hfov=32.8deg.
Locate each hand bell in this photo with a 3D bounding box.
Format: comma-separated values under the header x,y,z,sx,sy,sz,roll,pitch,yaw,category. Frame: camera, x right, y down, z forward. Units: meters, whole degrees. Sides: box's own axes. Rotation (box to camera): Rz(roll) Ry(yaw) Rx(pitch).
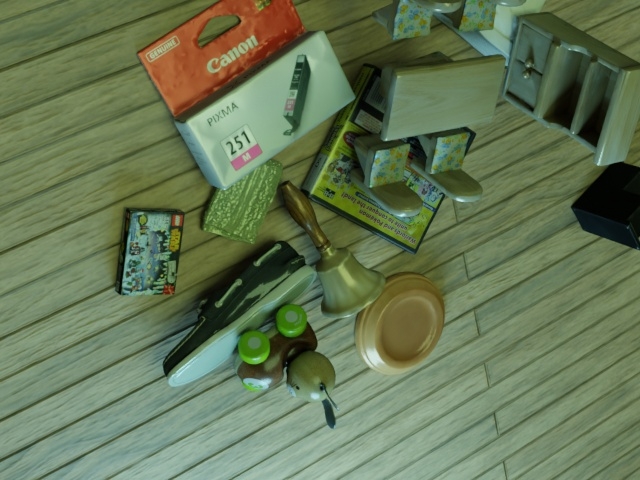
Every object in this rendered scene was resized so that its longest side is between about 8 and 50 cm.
x,y,z,sx,sy,sz,roll,pitch,yaw,category
0.000,0.000,1.832,0.126,0.126,0.242,-38,113,-17,hand bell

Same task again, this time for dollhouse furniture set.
x,y,z,sx,sy,sz,roll,pitch,yaw,category
0.287,-0.228,1.745,0.394,0.256,0.362,-13,128,-30,dollhouse furniture set

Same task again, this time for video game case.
x,y,z,sx,sy,sz,roll,pitch,yaw,category
0.123,-0.137,1.901,0.274,0.035,0.248,27,90,-37,video game case

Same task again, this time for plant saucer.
x,y,z,sx,sy,sz,roll,pitch,yaw,category
0.155,0.159,2.016,0.199,0.037,0.200,-10,110,-29,plant saucer

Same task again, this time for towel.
x,y,z,sx,sy,sz,roll,pitch,yaw,category
-0.128,-0.072,1.766,0.110,0.027,0.148,19,96,-35,towel

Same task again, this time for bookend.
x,y,z,sx,sy,sz,roll,pitch,yaw,category
0.612,-0.077,2.159,0.157,0.156,0.072,-45,123,-13,bookend

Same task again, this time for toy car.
x,y,z,sx,sy,sz,roll,pitch,yaw,category
-0.036,0.228,1.791,0.149,0.188,0.155,-35,159,-19,toy car

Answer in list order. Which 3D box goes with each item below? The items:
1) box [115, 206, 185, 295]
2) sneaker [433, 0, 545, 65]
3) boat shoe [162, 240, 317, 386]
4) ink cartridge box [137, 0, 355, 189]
x,y,z,sx,sy,sz,roll,pitch,yaw,category
-0.267,0.018,1.705,0.093,0.027,0.137,0,105,-34,box
0.281,-0.439,1.868,0.292,0.108,0.169,29,87,-45,sneaker
-0.146,0.118,1.781,0.302,0.091,0.114,-37,161,-19,boat shoe
-0.108,-0.253,1.685,0.275,0.060,0.239,-37,116,-18,ink cartridge box
